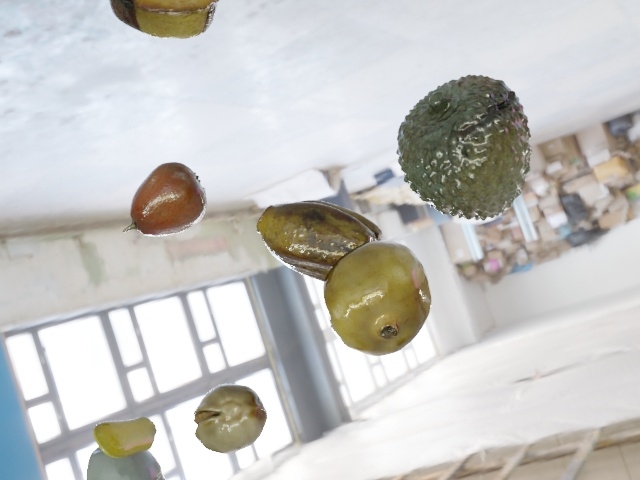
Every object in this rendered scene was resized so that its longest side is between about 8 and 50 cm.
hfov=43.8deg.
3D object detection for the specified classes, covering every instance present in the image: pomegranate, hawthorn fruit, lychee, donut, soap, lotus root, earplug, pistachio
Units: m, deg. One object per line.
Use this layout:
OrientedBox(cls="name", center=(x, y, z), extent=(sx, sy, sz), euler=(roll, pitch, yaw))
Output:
OrientedBox(cls="pomegranate", center=(0.112, 0.115, 1.587), extent=(0.233, 0.233, 0.233), euler=(-18, 175, -2))
OrientedBox(cls="hawthorn fruit", center=(-0.424, -0.092, 2.135), extent=(0.251, 0.199, 0.199), euler=(-37, 177, -6))
OrientedBox(cls="lychee", center=(0.266, -0.162, 1.426), extent=(0.255, 0.274, 0.255), euler=(-32, -148, 22))
OrientedBox(cls="donut", center=(-0.244, -0.375, 1.237), extent=(0.166, 0.184, 0.073), euler=(-62, 168, -46))
OrientedBox(cls="soap", center=(-0.406, 0.414, 1.671), extent=(0.033, 0.089, 0.168), euler=(-44, 154, 19))
OrientedBox(cls="lotus root", center=(0.003, -0.009, 1.791), extent=(0.290, 0.193, 0.193), euler=(15, -177, 13))
OrientedBox(cls="earplug", center=(-0.416, 0.600, 1.917), extent=(0.175, 0.325, 0.214), euler=(-68, 170, 18))
OrientedBox(cls="pistachio", center=(-0.182, 0.358, 1.592), extent=(0.143, 0.144, 0.215), euler=(-16, 169, -29))
